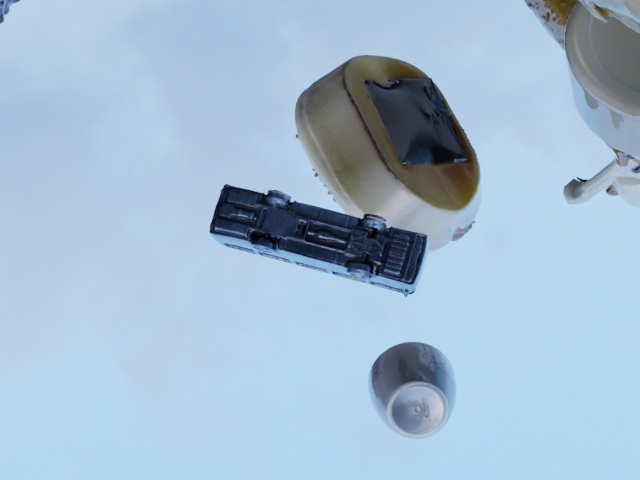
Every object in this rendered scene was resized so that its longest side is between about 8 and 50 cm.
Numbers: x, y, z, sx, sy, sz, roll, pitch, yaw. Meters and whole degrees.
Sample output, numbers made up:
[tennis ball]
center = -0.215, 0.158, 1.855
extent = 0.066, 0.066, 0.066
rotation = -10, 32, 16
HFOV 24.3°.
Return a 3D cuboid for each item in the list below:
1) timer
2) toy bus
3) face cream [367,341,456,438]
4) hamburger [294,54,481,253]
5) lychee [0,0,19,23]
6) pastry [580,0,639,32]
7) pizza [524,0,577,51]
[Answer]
[timer]
center = 0.298, -0.102, 1.337
extent = 0.175, 0.266, 0.175
rotation = -2, -121, 3
[toy bus]
center = 0.000, 0.000, 1.133
extent = 0.166, 0.047, 0.065
rotation = 15, 168, 10
[face cream]
center = 0.095, 0.154, 1.514
extent = 0.091, 0.091, 0.095
rotation = -9, -162, 2
[hamburger]
center = 0.067, -0.081, 1.433
extent = 0.173, 0.116, 0.210
rotation = -10, -118, -38
[lychee]
center = -0.342, -0.267, 1.144
extent = 0.268, 0.267, 0.267
rotation = -8, -154, 4
[pastry]
center = 0.229, -0.291, 0.950
extent = 0.184, 0.315, 0.284
rotation = 12, 175, -28
[pizza]
center = 0.379, -0.347, 1.641
extent = 0.406, 0.130, 0.440
rotation = -18, -118, -22
